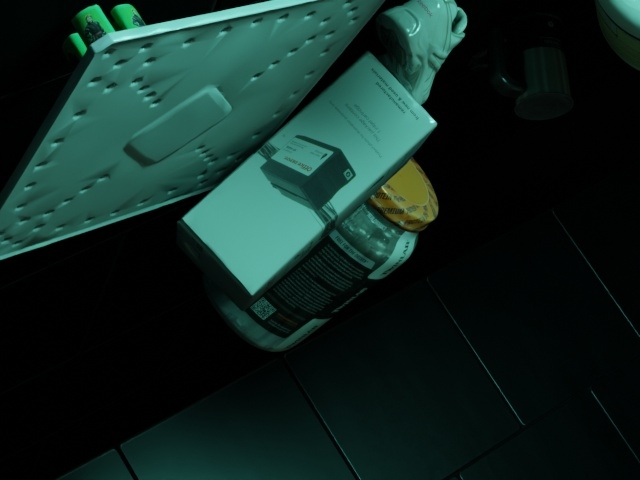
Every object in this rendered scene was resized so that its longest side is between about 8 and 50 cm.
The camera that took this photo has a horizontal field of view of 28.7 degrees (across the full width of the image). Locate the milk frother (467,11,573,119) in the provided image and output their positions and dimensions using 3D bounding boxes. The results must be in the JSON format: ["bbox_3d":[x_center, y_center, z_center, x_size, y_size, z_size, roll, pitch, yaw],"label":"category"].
[{"bbox_3d":[0.290,-0.241,1.829,0.129,0.134,0.143,1,158,-7],"label":"milk frother"}]

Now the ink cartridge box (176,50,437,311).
[{"bbox_3d":[-0.023,-0.065,1.555,0.307,0.129,0.223,-42,178,-10],"label":"ink cartridge box"}]

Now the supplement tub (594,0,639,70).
[{"bbox_3d":[0.485,-0.345,1.676,0.235,0.235,0.325,-35,168,10],"label":"supplement tub"}]

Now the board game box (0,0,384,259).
[{"bbox_3d":[-0.158,-0.136,1.305,0.390,0.050,0.390,-21,163,-43],"label":"board game box"}]

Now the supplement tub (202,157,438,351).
[{"bbox_3d":[0.000,0.000,1.872,0.338,0.207,0.207,-39,167,28],"label":"supplement tub"}]

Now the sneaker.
[{"bbox_3d":[0.135,-0.239,1.562,0.115,0.090,0.232,-35,169,-7],"label":"sneaker"}]
